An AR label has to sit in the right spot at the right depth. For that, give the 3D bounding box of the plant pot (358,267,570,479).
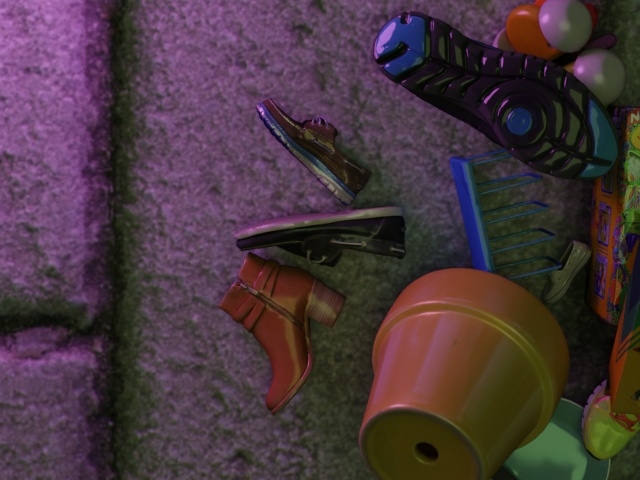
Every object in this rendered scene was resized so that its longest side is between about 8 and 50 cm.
[{"bbox_3d":[0.167,0.202,1.767,0.254,0.239,0.254,13,127,18],"label":"plant pot"}]

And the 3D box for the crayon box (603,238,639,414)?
[{"bbox_3d":[0.469,0.126,1.696,0.202,0.081,0.318,4,137,5],"label":"crayon box"}]

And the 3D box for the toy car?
[{"bbox_3d":[0.328,-0.245,1.825,0.136,0.159,0.182,-38,96,-32],"label":"toy car"}]

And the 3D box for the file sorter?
[{"bbox_3d":[0.247,-0.037,1.850,0.105,0.118,0.170,-14,97,-2],"label":"file sorter"}]

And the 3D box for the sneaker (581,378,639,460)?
[{"bbox_3d":[0.430,0.209,1.877,0.081,0.094,0.208,36,88,-8],"label":"sneaker"}]

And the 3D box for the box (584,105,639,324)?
[{"bbox_3d":[0.513,-0.031,1.820,0.290,0.177,0.279,2,96,0],"label":"box"}]

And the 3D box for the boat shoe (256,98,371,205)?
[{"bbox_3d":[-0.008,-0.132,1.869,0.066,0.066,0.183,-45,105,0],"label":"boat shoe"}]

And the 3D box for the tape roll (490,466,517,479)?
[{"bbox_3d":[0.185,0.404,1.909,0.219,0.072,0.219,1,102,6],"label":"tape roll"}]

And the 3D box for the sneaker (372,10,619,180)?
[{"bbox_3d":[0.235,-0.188,1.777,0.341,0.140,0.125,34,99,17],"label":"sneaker"}]

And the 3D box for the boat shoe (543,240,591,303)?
[{"bbox_3d":[0.326,0.041,1.887,0.035,0.035,0.100,24,117,-19],"label":"boat shoe"}]

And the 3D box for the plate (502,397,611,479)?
[{"bbox_3d":[0.309,0.305,1.936,0.188,0.024,0.188,0,97,1],"label":"plate"}]

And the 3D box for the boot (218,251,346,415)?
[{"bbox_3d":[-0.073,0.125,1.895,0.152,0.073,0.197,26,85,-3],"label":"boot"}]

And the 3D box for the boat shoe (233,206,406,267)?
[{"bbox_3d":[0.000,0.000,1.871,0.233,0.084,0.079,-5,96,-2],"label":"boat shoe"}]
